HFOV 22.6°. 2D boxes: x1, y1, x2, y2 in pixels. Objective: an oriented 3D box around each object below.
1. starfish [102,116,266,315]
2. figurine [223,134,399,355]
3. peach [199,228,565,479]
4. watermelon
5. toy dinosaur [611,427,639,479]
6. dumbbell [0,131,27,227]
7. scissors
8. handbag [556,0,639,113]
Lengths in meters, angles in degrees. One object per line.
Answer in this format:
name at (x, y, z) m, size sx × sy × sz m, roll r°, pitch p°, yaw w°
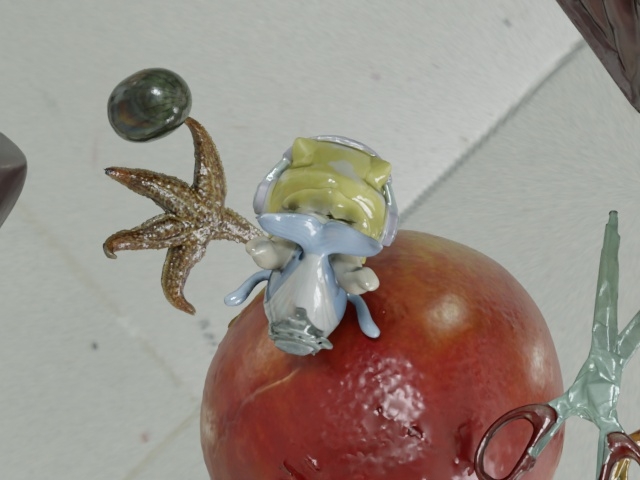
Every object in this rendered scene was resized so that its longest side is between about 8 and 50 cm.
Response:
starfish at (-0.139, -0.024, 1.808) m, size 0.238 × 0.057 × 0.213 m, roll 18°, pitch 93°, yaw -20°
figurine at (0.000, 0.000, 1.264) m, size 0.128 × 0.208 × 0.184 m, roll 13°, pitch 80°, yaw -1°
peach at (0.061, 0.170, 1.453) m, size 0.370 × 0.370 × 0.370 m, roll 0°, pitch 92°, yaw 12°
watermelon at (-0.190, -0.147, 1.751) m, size 0.111 × 0.078 × 0.078 m, roll -22°, pitch 87°, yaw 37°
toy dinosaur at (0.354, 0.141, 1.509) m, size 0.142 × 0.057 × 0.212 m, roll 3°, pitch 117°, yaw -24°
dumbbell at (-0.277, -0.065, 0.855) m, size 0.225 × 0.140 × 0.124 m, roll 42°, pitch 101°, yaw 8°
scissors at (0.225, 0.100, 1.261) m, size 0.144 × 0.017 × 0.247 m, roll 20°, pitch 82°, yaw 22°
handbag at (0.178, -0.169, 0.787) m, size 0.135 × 0.146 × 0.225 m, roll -12°, pitch 53°, yaw -17°
